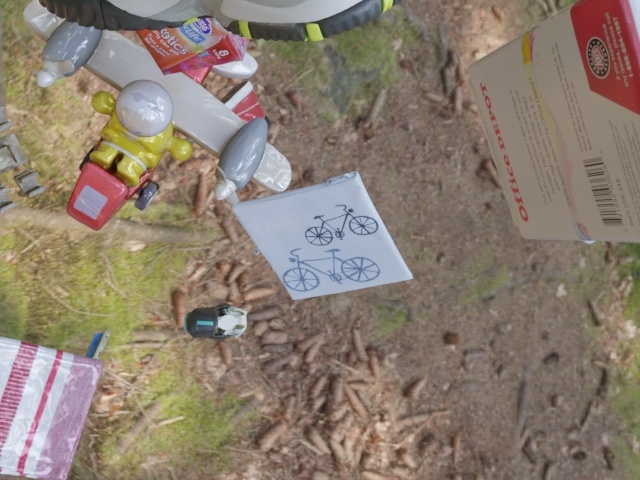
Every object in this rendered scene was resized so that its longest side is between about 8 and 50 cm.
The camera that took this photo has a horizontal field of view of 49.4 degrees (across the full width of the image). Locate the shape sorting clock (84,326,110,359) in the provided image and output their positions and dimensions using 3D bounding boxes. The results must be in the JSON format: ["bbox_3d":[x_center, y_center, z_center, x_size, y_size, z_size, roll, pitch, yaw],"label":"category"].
[{"bbox_3d":[-0.537,0.298,1.623,0.040,0.206,0.206,22,72,-16],"label":"shape sorting clock"}]

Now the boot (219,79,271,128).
[{"bbox_3d":[-0.237,-0.325,1.993,0.244,0.088,0.176,-50,122,-38],"label":"boot"}]

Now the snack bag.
[{"bbox_3d":[0.000,0.000,1.565,0.342,0.323,0.037,57,32,-37],"label":"snack bag"}]

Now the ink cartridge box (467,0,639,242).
[{"bbox_3d":[0.290,-0.121,0.701,0.131,0.306,0.226,-19,95,-8],"label":"ink cartridge box"}]

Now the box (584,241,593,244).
[{"bbox_3d":[0.589,-0.096,1.214,0.067,0.324,0.063,28,45,-35],"label":"box"}]

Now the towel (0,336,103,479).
[{"bbox_3d":[-0.582,0.297,1.260,0.329,0.037,0.237,23,75,-34],"label":"towel"}]

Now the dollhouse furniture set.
[{"bbox_3d":[-0.801,-0.162,1.589,0.242,0.161,0.212,-37,119,-35],"label":"dollhouse furniture set"}]

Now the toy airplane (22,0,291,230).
[{"bbox_3d":[-0.261,-0.228,1.149,0.386,0.272,0.384,-10,97,-7],"label":"toy airplane"}]

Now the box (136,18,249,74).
[{"bbox_3d":[-0.157,-0.363,0.955,0.122,0.128,0.257,61,32,-49],"label":"box"}]

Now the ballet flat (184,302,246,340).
[{"bbox_3d":[-0.242,0.208,1.739,0.280,0.096,0.095,3,86,-76],"label":"ballet flat"}]

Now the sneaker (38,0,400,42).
[{"bbox_3d":[-0.104,-0.251,0.540,0.145,0.385,0.147,-48,136,-37],"label":"sneaker"}]
